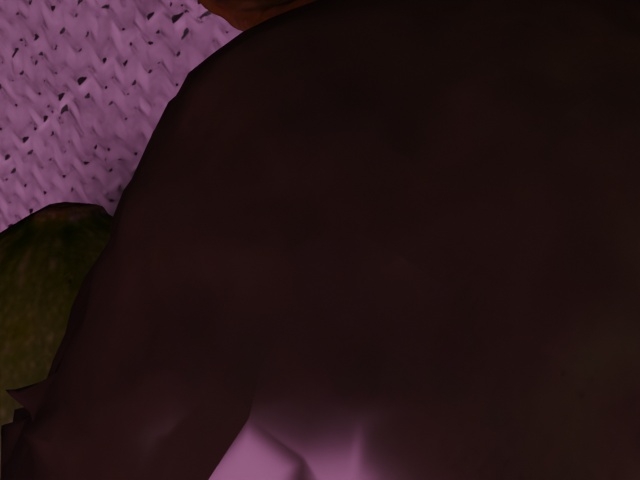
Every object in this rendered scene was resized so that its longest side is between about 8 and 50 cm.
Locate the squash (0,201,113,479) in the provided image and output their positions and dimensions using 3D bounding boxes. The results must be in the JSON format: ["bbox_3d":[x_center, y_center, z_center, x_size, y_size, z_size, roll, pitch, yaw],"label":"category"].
[{"bbox_3d":[-0.168,0.140,0.881,0.310,0.310,0.309,-16,101,43],"label":"squash"}]

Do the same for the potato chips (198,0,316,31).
[{"bbox_3d":[0.004,-0.187,0.684,0.208,0.062,0.195,-39,53,39],"label":"potato chips"}]

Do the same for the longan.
[{"bbox_3d":[0.050,0.084,0.599,0.436,0.404,0.404,-15,105,44],"label":"longan"}]
